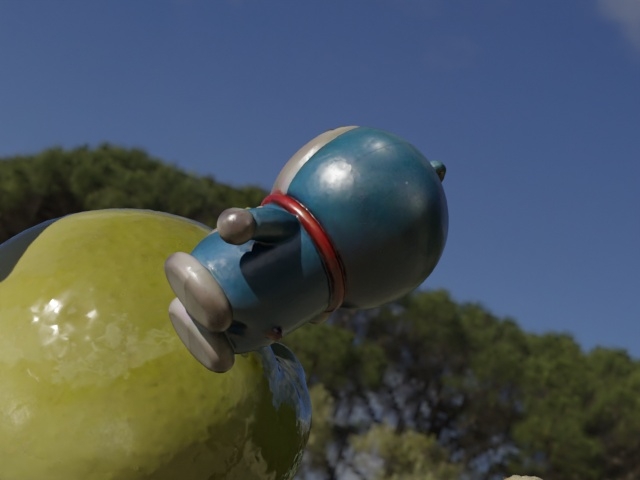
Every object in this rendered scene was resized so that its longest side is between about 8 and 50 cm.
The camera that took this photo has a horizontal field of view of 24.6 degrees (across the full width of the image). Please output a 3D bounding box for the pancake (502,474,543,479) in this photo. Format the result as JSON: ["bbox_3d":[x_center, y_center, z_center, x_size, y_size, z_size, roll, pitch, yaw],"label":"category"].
[{"bbox_3d":[0.223,0.434,1.654,0.065,0.356,0.356,8,-16,24],"label":"pancake"}]

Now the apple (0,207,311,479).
[{"bbox_3d":[-0.148,0.116,1.126,0.254,0.292,0.292,-27,-21,5],"label":"apple"}]

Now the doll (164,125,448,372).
[{"bbox_3d":[0.000,0.000,0.683,0.085,0.152,0.114,46,-24,27],"label":"doll"}]
